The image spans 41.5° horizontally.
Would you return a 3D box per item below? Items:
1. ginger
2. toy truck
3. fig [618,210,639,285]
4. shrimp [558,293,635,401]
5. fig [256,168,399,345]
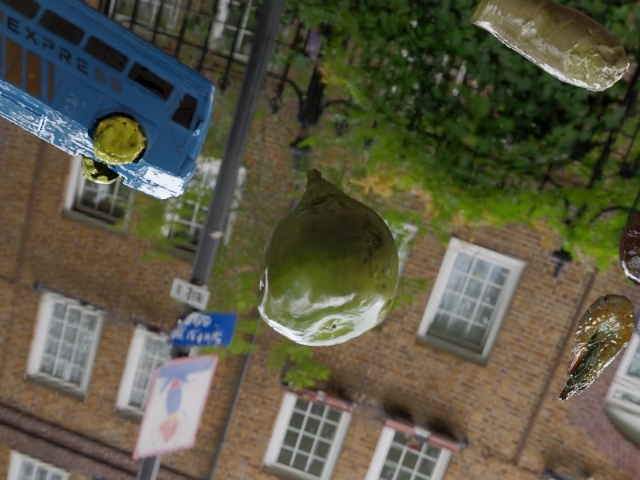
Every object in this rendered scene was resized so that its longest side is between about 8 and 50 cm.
[{"bbox_3d":[0.368,-0.326,1.348,0.262,0.116,0.109,31,156,7],"label":"ginger"},{"bbox_3d":[-0.309,-0.195,0.998,0.384,0.162,0.161,30,162,-15],"label":"toy truck"},{"bbox_3d":[0.477,0.019,1.149,0.154,0.109,0.103,14,-141,-27],"label":"fig"},{"bbox_3d":[0.420,0.167,1.306,0.101,0.190,0.042,24,-170,-22],"label":"shrimp"},{"bbox_3d":[0.019,0.010,1.319,0.233,0.314,0.233,11,161,4],"label":"fig"}]
